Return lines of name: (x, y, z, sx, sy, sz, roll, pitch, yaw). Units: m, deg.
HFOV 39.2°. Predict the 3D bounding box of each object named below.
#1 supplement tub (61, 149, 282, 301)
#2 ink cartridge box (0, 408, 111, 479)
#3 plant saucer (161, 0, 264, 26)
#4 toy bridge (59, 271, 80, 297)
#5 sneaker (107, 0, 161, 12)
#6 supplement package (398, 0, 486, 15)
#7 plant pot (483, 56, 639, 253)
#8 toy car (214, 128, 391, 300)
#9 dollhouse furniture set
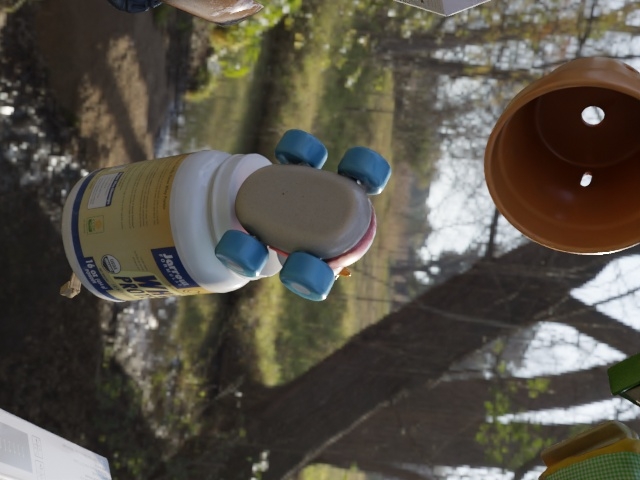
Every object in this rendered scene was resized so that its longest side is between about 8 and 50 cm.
supplement tub: (-0.228, -0.023, 1.451, 0.228, 0.316, 0.228, 23, 63, -60)
ink cartridge box: (-0.348, 0.227, 0.771, 0.296, 0.261, 0.066, 73, 1, -66)
plant saucer: (-0.154, -0.252, 0.883, 0.198, 0.199, 0.036, -81, -166, -80)
toy bridge: (-0.439, 0.015, 1.642, 0.063, 0.026, 0.188, -34, -135, 36)
sneaker: (-0.186, -0.394, 1.165, 0.130, 0.286, 0.109, 31, -40, 40)
supplement package: (0.234, -0.559, 1.671, 0.263, 0.198, 0.199, 45, -25, 59)
plant pot: (0.415, -0.152, 1.385, 0.203, 0.291, 0.290, -59, 159, -51)
toy car: (0.000, 0.000, 1.328, 0.219, 0.210, 0.238, -62, 151, -19)
dollhouse furniture set: (0.382, 0.296, 1.148, 0.301, 0.151, 0.197, -37, -144, 32)
